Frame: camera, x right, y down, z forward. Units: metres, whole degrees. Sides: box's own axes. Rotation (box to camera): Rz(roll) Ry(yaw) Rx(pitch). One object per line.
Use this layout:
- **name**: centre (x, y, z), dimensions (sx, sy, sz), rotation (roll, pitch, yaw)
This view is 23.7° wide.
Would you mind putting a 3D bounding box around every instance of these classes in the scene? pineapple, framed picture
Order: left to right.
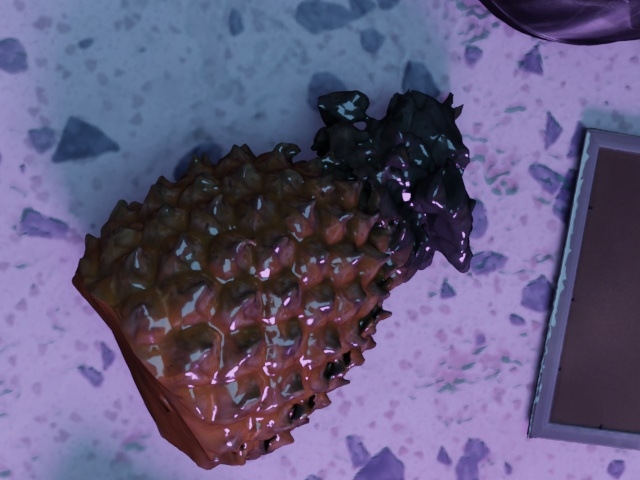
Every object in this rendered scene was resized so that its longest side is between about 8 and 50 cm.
- **pineapple**: centre (0.001, 0.000, 1.166), dimensions (0.357, 0.223, 0.223), rotation (-36, 103, -17)
- **framed picture**: centre (0.299, 0.051, 1.317), dimensions (0.217, 0.017, 0.274), rotation (10, 95, -13)

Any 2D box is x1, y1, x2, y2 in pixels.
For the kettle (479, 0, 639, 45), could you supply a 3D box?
- **kettle**: centre (0.276, -0.275, 1.110), dimensions (0.320, 0.324, 0.228), rotation (-29, 102, -7)
